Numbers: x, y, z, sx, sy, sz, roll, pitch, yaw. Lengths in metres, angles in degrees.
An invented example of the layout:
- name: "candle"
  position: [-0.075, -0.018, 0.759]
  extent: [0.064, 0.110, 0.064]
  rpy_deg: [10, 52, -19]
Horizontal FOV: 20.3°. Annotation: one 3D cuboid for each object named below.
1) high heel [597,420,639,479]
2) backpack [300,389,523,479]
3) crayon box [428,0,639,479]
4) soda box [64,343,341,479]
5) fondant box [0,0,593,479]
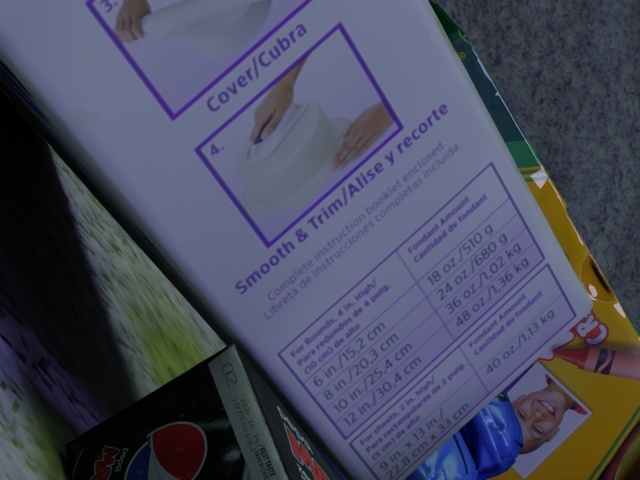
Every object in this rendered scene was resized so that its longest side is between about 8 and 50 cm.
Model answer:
- name: "high heel"
  position: [0.070, 0.106, 0.366]
  extent: [0.377, 0.127, 0.181]
  rpy_deg: [52, 38, -78]
- name: "backpack"
  position: [0.017, 0.071, 0.644]
  extent: [0.098, 0.101, 0.120]
  rpy_deg: [53, 6, 14]
- name: "crayon box"
  position: [0.059, 0.046, 0.873]
  extent: [0.278, 0.165, 0.081]
  rpy_deg: [57, 4, -20]
- name: "soda box"
  position: [0.000, 0.107, 0.482]
  extent: [0.169, 0.053, 0.060]
  rpy_deg: [55, 5, -39]
- name: "fondant box"
  position: [-0.076, -0.101, 0.489]
  extent: [0.238, 0.096, 0.330]
  rpy_deg: [44, -6, 44]
